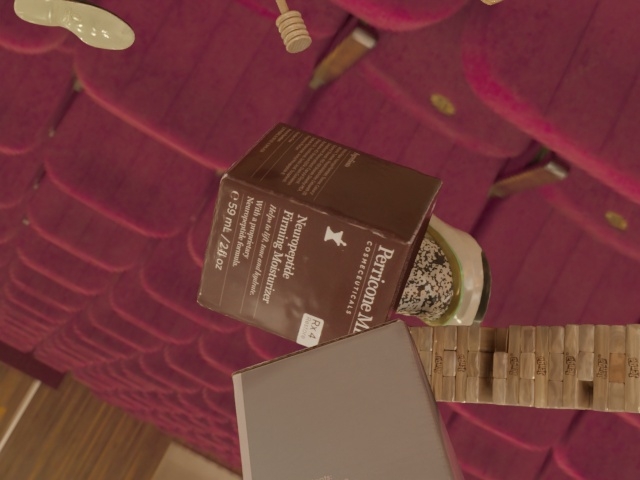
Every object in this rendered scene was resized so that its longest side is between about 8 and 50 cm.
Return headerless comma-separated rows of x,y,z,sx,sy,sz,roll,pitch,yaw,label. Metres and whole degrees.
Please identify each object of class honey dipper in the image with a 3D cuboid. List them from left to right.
-0.050,-0.283,1.010,0.030,0.030,0.160,79,170,-71,honey dipper

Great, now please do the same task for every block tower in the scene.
0.219,0.143,1.028,0.335,0.097,0.091,-3,169,43,block tower

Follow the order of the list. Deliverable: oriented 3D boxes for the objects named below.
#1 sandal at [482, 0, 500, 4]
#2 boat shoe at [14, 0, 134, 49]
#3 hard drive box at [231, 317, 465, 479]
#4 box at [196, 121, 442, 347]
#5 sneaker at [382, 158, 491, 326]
0.115,-0.350,0.987,0.079,0.088,0.240,-13,124,48,sandal
-0.270,-0.252,1.005,0.133,0.042,0.049,16,129,-22,boat shoe
0.042,0.183,0.392,0.232,0.089,0.181,-102,-8,-50,hard drive box
0.000,0.000,0.984,0.203,0.167,0.168,20,120,9,box
0.058,-0.014,1.277,0.182,0.158,0.410,1,-155,-34,sneaker
